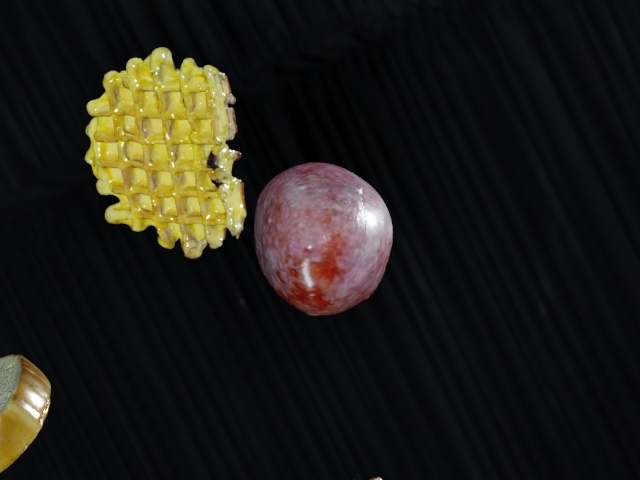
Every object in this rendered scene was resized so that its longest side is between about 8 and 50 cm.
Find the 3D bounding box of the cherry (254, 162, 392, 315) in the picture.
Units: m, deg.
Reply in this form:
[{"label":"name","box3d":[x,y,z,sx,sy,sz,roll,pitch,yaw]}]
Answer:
[{"label":"cherry","box3d":[0.000,0.000,1.664,0.175,0.192,0.250,7,-177,6]}]

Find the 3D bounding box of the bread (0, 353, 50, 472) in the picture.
[{"label":"bread","box3d":[-0.498,0.274,1.994,0.236,0.070,0.236,-34,-152,21]}]

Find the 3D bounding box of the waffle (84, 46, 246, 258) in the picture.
[{"label":"waffle","box3d":[-0.201,-0.118,1.858,0.309,0.283,0.065,-46,-177,37]}]

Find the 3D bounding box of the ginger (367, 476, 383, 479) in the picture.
[{"label":"ginger","box3d":[0.017,0.528,2.298,0.294,0.131,0.086,-50,-138,5]}]
